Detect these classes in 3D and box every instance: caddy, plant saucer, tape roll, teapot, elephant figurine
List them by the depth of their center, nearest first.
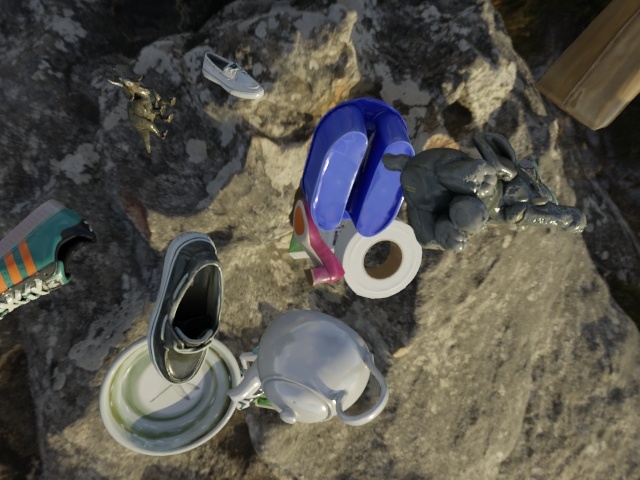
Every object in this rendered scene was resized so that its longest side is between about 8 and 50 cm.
[{"bbox_3d":[0.250,-0.073,0.709,0.239,0.169,0.186,-15,94,-31],"label":"elephant figurine"},{"bbox_3d":[-0.024,0.276,0.939,0.252,0.256,0.187,31,48,-4],"label":"teapot"},{"bbox_3d":[0.087,-0.173,1.155,0.241,0.179,0.342,9,126,-13],"label":"caddy"},{"bbox_3d":[-0.445,0.441,1.411,0.400,0.100,0.401,-5,103,-22],"label":"plant saucer"},{"bbox_3d":[0.192,0.049,1.579,0.286,0.100,0.287,-6,112,-15],"label":"tape roll"}]

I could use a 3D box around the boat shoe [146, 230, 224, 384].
[{"bbox_3d":[-0.247,0.151,0.860,0.121,0.119,0.335,-4,121,-28],"label":"boat shoe"}]

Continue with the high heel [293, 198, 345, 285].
[{"bbox_3d":[0.000,0.000,1.305,0.117,0.082,0.244,-14,90,-33],"label":"high heel"}]

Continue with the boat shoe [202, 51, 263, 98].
[{"bbox_3d":[-0.274,-0.508,1.441,0.226,0.076,0.083,26,49,13],"label":"boat shoe"}]

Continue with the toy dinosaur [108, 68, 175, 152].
[{"bbox_3d":[-0.581,-0.432,1.557,0.160,0.314,0.121,23,56,-2],"label":"toy dinosaur"}]

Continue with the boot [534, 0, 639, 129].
[{"bbox_3d":[0.411,-0.238,0.535,0.089,0.236,0.270,22,123,-23],"label":"boot"}]

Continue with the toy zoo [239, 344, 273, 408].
[{"bbox_3d":[-0.206,0.536,1.830,0.192,0.030,0.294,-1,114,26],"label":"toy zoo"}]

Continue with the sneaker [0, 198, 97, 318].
[{"bbox_3d":[-0.543,0.066,0.862,0.121,0.108,0.302,34,65,-5],"label":"sneaker"}]

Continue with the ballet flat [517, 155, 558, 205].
[{"bbox_3d":[0.407,-0.104,0.894,0.041,0.041,0.114,-31,94,-6],"label":"ballet flat"}]

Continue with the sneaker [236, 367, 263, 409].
[{"bbox_3d":[-0.270,0.478,1.677,0.153,0.094,0.235,-25,102,-6],"label":"sneaker"}]

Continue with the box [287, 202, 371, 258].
[{"bbox_3d":[0.045,-0.053,1.765,0.321,0.058,0.233,-5,57,26],"label":"box"}]
